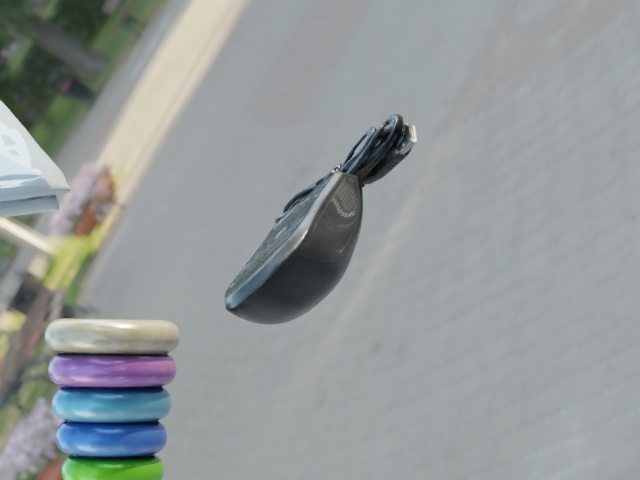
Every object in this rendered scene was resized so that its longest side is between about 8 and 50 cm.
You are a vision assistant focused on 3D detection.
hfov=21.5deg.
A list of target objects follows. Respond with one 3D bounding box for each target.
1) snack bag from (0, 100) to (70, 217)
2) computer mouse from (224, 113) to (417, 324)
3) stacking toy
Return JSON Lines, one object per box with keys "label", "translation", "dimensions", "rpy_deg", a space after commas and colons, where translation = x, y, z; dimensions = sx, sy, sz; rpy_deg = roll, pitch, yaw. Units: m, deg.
{"label": "snack bag", "translation": [-0.469, -0.109, 1.718], "dimensions": [0.342, 0.323, 0.037], "rpy_deg": [47, 136, 42]}
{"label": "computer mouse", "translation": [0.000, 0.000, 1.616], "dimensions": [0.188, 0.072, 0.272], "rpy_deg": [-38, 10, 38]}
{"label": "stacking toy", "translation": [-0.219, 0.246, 1.741], "dimensions": [0.141, 0.141, 0.330], "rpy_deg": [170, 102, -74]}
